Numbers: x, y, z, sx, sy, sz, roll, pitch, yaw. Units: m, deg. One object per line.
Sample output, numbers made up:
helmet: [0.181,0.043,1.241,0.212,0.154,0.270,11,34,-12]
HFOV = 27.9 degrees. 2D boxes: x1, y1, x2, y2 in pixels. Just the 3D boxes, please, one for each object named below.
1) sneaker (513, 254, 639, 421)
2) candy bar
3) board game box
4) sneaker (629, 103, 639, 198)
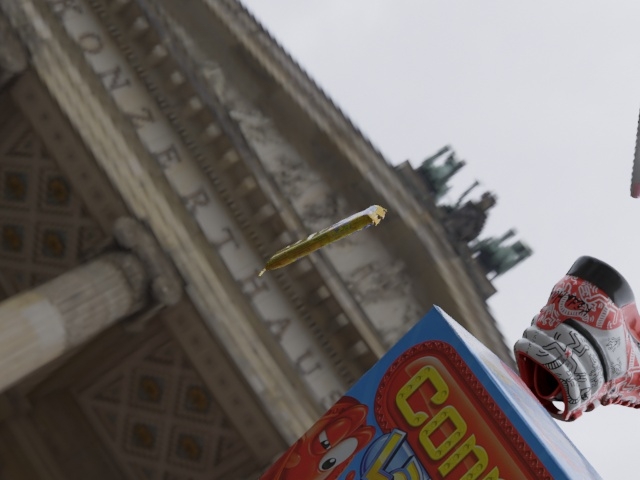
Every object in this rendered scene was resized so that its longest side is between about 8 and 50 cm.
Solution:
sneaker: [0.299,0.147,1.389,0.090,0.145,0.270,27,-19,48]
candy bar: [0.000,0.000,1.399,0.161,0.040,0.018,-24,-80,26]
board game box: [0.035,0.232,0.648,0.302,0.086,0.308,-46,-147,7]
sneaker: [0.287,-0.091,1.027,0.070,0.134,0.051,5,-26,14]
